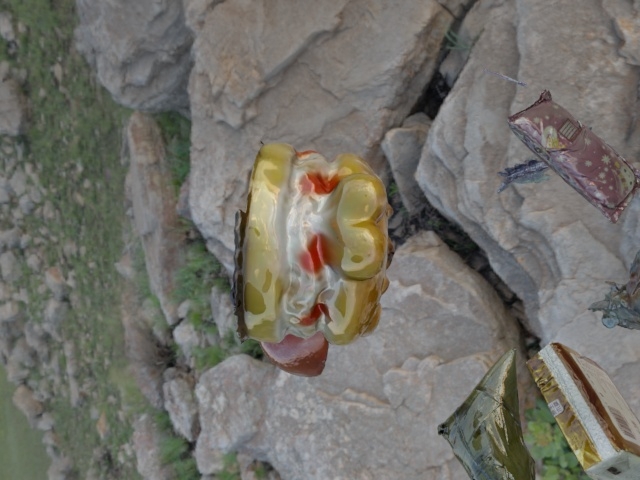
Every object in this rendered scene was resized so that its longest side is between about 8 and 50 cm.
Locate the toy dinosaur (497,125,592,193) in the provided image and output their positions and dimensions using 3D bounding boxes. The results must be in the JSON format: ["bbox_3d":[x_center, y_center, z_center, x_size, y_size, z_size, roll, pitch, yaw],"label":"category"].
[{"bbox_3d":[0.339,-0.115,0.836,0.209,0.082,0.039,-41,63,60],"label":"toy dinosaur"}]

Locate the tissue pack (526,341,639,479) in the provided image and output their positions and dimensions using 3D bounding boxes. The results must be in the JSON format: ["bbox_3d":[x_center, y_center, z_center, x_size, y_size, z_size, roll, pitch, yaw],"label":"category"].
[{"bbox_3d":[0.476,0.301,0.922,0.092,0.183,0.226,-47,29,21],"label":"tissue pack"}]

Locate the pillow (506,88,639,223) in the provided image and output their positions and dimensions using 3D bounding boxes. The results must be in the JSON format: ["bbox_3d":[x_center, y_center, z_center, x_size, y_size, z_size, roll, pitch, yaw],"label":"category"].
[{"bbox_3d":[0.321,-0.109,0.676,0.185,0.118,0.043,47,147,4],"label":"pillow"}]

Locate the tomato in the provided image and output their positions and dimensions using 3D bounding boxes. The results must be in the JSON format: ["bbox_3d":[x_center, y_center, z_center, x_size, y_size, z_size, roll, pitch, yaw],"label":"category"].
[{"bbox_3d":[-0.085,0.157,1.228,0.338,0.143,0.338,176,90,-79],"label":"tomato"}]

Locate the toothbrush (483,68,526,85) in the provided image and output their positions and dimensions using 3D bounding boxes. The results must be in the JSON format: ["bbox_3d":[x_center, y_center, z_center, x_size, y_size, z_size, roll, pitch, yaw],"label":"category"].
[{"bbox_3d":[0.339,-0.301,0.989,0.097,0.008,0.006,40,132,41],"label":"toothbrush"}]

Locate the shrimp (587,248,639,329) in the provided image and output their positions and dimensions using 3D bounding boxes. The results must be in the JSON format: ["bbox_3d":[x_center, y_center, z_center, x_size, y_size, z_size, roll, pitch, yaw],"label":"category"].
[{"bbox_3d":[0.368,0.027,0.556,0.317,0.062,0.164,109,157,-75],"label":"shrimp"}]

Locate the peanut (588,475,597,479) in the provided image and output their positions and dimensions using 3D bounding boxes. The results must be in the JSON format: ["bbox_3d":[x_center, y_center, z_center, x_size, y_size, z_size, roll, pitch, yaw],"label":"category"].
[{"bbox_3d":[0.639,0.436,1.268,0.101,0.117,0.263,-39,63,51],"label":"peanut"}]

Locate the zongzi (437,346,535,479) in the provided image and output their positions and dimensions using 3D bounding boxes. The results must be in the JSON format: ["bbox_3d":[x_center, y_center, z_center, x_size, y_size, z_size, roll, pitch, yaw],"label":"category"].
[{"bbox_3d":[0.397,0.395,1.134,0.274,0.125,0.251,-58,24,11],"label":"zongzi"}]

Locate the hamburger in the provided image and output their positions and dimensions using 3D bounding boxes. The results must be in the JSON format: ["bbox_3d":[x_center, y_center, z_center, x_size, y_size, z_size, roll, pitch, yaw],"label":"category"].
[{"bbox_3d":[0.000,0.000,0.671,0.303,0.186,0.261,86,-172,-66],"label":"hamburger"}]
